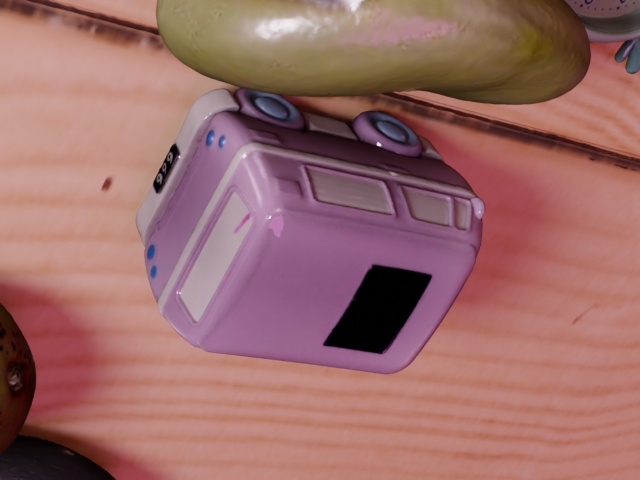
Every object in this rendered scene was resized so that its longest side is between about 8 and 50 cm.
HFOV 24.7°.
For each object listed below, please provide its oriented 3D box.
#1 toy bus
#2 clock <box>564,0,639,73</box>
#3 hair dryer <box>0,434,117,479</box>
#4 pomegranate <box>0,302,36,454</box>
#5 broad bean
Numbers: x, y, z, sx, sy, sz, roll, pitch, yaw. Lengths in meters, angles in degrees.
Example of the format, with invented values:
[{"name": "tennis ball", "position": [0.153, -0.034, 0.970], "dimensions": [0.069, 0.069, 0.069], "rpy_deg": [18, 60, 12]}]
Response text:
[{"name": "toy bus", "position": [0.000, 0.000, 0.944], "dimensions": [0.202, 0.142, 0.142], "rpy_deg": [10, 121, -33]}, {"name": "clock", "position": [0.193, -0.197, 0.935], "dimensions": [0.159, 0.066, 0.211], "rpy_deg": [-35, 135, 3]}, {"name": "hair dryer", "position": [-0.264, 0.217, 1.054], "dimensions": [0.195, 0.075, 0.219], "rpy_deg": [30, 117, -31]}, {"name": "pomegranate", "position": [-0.241, 0.084, 0.915], "dimensions": [0.130, 0.130, 0.130], "rpy_deg": [-15, 132, -17]}, {"name": "broad bean", "position": [0.042, -0.137, 0.823], "dimensions": [0.263, 0.189, 0.121], "rpy_deg": [0, 105, -35]}]
